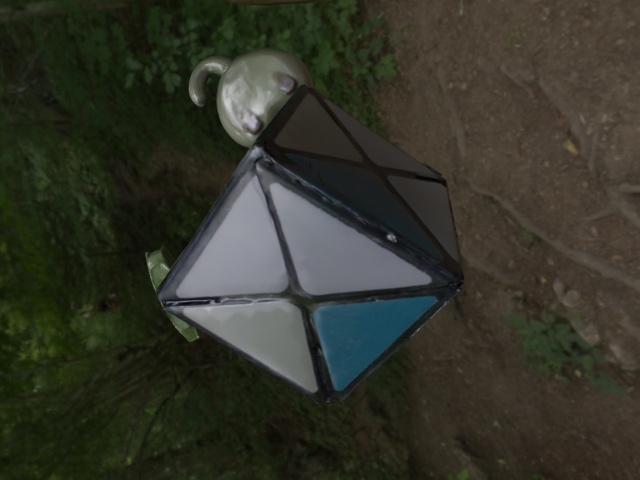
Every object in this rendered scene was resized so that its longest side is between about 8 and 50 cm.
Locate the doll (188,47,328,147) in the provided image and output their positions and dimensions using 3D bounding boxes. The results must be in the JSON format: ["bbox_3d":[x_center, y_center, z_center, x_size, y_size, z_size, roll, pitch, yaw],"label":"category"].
[{"bbox_3d":[-0.089,-0.289,1.149,0.226,0.370,0.215,34,96,30],"label":"doll"}]

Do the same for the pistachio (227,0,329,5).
[{"bbox_3d":[-0.035,-0.328,0.568,0.131,0.206,0.130,72,-167,-73],"label":"pistachio"}]

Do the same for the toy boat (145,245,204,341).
[{"bbox_3d":[-0.415,0.159,1.441,0.055,0.093,0.293,-129,16,-83],"label":"toy boat"}]

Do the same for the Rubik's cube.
[{"bbox_3d":[0.000,0.000,0.741,0.305,0.310,0.307,-50,12,27],"label":"Rubik's cube"}]
